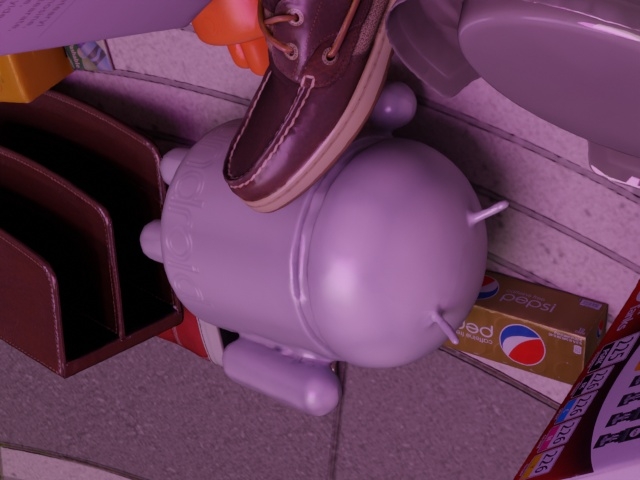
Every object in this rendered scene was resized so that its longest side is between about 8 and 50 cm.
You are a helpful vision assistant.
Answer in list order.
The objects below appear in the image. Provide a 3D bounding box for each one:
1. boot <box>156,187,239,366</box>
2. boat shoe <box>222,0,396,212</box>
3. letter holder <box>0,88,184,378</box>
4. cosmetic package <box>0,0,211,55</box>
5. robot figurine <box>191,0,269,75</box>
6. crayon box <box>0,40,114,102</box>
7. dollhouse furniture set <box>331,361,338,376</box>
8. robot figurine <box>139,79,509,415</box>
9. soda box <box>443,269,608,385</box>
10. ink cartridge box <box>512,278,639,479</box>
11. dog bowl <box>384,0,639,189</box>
[{"bbox_3d":[-0.169,0.017,1.518,0.176,0.088,0.244,17,133,27],"label":"boot"},{"bbox_3d":[-0.001,-0.184,1.127,0.123,0.123,0.342,23,110,-29],"label":"boat shoe"},{"bbox_3d":[-0.298,-0.031,1.465,0.302,0.152,0.214,24,127,41],"label":"letter holder"},{"bbox_3d":[-0.192,-0.339,0.931,0.327,0.394,0.329,-38,80,35],"label":"cosmetic package"},{"bbox_3d":[-0.069,-0.252,1.218,0.128,0.158,0.219,-13,114,22],"label":"robot figurine"},{"bbox_3d":[-0.383,-0.251,1.473,0.323,0.083,0.203,6,124,32],"label":"crayon box"},{"bbox_3d":[-0.025,0.118,1.505,0.076,0.058,0.151,17,129,25],"label":"dollhouse furniture set"},{"bbox_3d":[0.000,0.000,1.280,0.353,0.200,0.300,11,88,40],"label":"robot figurine"},{"bbox_3d":[0.169,0.073,1.337,0.181,0.058,0.061,16,129,26],"label":"soda box"},{"bbox_3d":[0.328,0.119,1.080,0.272,0.309,0.130,-24,105,42],"label":"ink cartridge box"},{"bbox_3d":[0.223,-0.130,1.001,0.349,0.102,0.349,23,173,3],"label":"dog bowl"}]
